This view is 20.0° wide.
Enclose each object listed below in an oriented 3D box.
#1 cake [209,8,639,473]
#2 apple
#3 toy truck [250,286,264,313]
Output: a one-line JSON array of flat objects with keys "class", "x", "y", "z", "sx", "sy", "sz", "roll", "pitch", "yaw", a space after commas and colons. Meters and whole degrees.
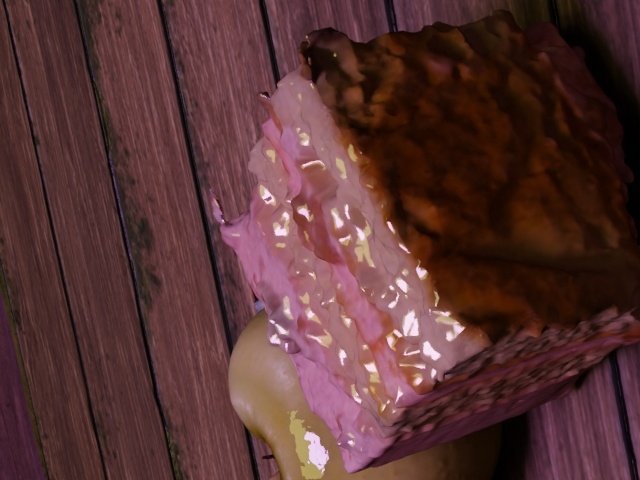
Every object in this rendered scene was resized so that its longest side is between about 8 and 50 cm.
[{"class": "cake", "x": 0.111, "y": 0.004, "z": 1.556, "sx": 0.314, "sy": 0.293, "sz": 0.307, "roll": 66, "pitch": 154, "yaw": 22}, {"class": "apple", "x": 0.051, "y": 0.199, "z": 1.768, "sx": 0.233, "sy": 0.257, "sz": 0.295, "roll": 37, "pitch": 129, "yaw": 44}, {"class": "toy truck", "x": 0.000, "y": 0.000, "z": 1.911, "sx": 0.252, "sy": 0.114, "sz": 0.107, "roll": -25, "pitch": 80, "yaw": 62}]
